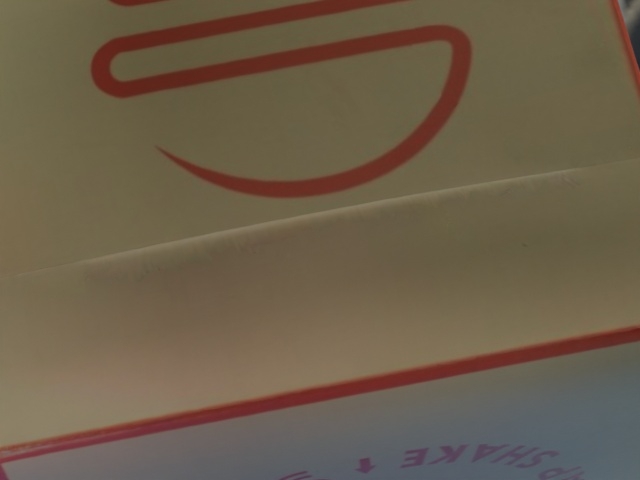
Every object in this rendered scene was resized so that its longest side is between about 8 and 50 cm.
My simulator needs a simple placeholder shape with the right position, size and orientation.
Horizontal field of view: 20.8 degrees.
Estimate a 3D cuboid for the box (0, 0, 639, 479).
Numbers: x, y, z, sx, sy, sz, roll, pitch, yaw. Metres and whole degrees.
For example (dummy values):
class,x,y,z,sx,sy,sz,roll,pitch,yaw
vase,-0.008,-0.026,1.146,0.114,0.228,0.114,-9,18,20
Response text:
class,x,y,z,sx,sy,sz,roll,pitch,yaw
box,0.000,0.000,0.863,0.314,0.312,0.300,82,177,-63
